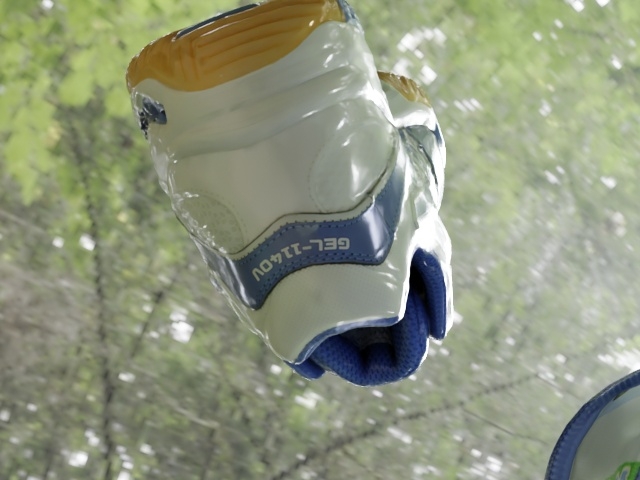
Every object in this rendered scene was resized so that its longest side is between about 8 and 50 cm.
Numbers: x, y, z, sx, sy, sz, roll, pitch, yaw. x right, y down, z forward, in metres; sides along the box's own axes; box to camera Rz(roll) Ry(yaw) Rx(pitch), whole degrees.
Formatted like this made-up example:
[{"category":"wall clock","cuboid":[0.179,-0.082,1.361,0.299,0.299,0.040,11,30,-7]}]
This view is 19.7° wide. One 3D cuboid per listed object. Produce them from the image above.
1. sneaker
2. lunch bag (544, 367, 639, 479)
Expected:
[{"category":"sneaker","cuboid":[0.000,0.000,0.737,0.112,0.296,0.131,-21,-99,10]},{"category":"lunch bag","cuboid":[0.221,0.111,0.493,0.303,0.115,0.243,-12,-95,-7]}]
